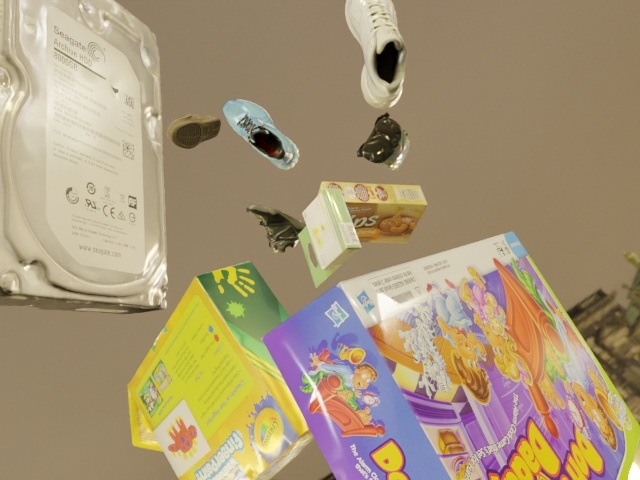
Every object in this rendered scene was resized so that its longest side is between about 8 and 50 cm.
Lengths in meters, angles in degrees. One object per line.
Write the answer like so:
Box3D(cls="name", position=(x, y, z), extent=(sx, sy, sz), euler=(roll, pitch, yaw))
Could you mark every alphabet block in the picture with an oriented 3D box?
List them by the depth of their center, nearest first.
Box3D(cls="alphabet block", position=(-0.412, 0.475, 1.699), extent=(0.197, 0.193, 0.193), euler=(-29, -61, -68))

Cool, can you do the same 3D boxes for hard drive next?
Box3D(cls="hard drive", position=(-0.247, -0.101, 0.590), extent=(0.064, 0.339, 0.237), euler=(-10, -13, 19))

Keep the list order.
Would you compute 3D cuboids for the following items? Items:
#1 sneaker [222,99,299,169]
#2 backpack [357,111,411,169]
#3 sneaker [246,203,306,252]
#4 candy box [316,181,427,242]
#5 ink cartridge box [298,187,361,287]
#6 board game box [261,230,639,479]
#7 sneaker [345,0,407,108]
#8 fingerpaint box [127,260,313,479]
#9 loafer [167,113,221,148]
Box3D(cls="sneaker", position=(-0.106, -0.191, 1.013), extent=(0.063, 0.162, 0.073), euler=(-51, -11, 8))
Box3D(cls="backpack", position=(0.197, -0.278, 1.747), extent=(0.152, 0.115, 0.182), euler=(-52, -14, 9))
Box3D(cls="sneaker", position=(-0.157, -0.037, 1.928), extent=(0.227, 0.087, 0.130), euler=(27, -98, -38))
Box3D(cls="candy box", position=(0.138, -0.080, 1.770), extent=(0.316, 0.088, 0.183), euler=(1, -40, -17))
Box3D(cls="ink cartridge box", position=(0.000, 0.000, 1.496), extent=(0.056, 0.171, 0.235), euler=(-2, -28, -36))
Box3D(cls="board game box", position=(0.138, 0.124, 0.478), extent=(0.078, 0.233, 0.347), euler=(-38, -15, 31))
Box3D(cls="sneaker", position=(0.106, -0.350, 1.003), extent=(0.090, 0.232, 0.115), euler=(-15, 4, -8))
Box3D(cls="fingerpaint box", position=(-0.196, 0.330, 1.262), extent=(0.163, 0.371, 0.445), euler=(-15, -30, -47))
Box3D(cls="loafer", position=(-0.246, -0.210, 1.119), extent=(0.148, 0.050, 0.056), euler=(-32, -41, -62))
